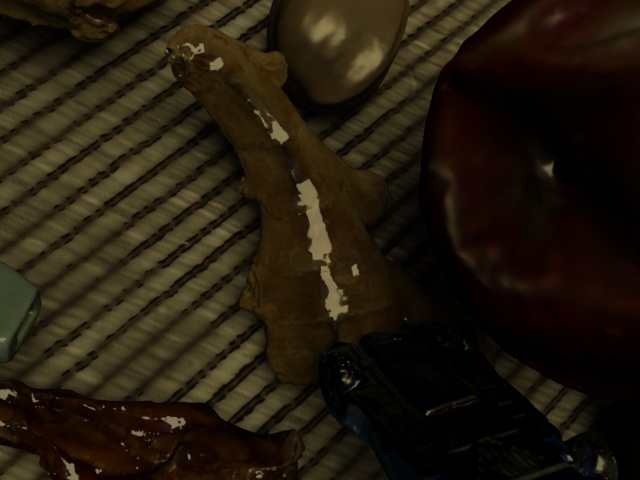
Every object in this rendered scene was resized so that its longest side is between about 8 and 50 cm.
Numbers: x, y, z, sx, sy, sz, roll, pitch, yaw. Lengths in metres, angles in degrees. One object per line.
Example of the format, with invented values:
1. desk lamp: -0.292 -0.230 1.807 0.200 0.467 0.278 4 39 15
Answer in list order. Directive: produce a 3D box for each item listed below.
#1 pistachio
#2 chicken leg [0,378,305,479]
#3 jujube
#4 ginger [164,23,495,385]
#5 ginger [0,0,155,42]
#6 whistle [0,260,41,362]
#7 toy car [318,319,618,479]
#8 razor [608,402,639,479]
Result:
1. pistachio: 0.015 -0.164 0.605 0.113 0.113 0.149 26 72 -8
2. chicken leg: -0.153 0.128 0.503 0.304 0.093 0.113 22 54 -1
3. jujube: 0.203 -0.044 0.521 0.258 0.376 0.258 5 103 21
4. ginger: 0.000 0.000 0.560 0.148 0.081 0.334 -30 100 -6
5. ginger: -0.177 -0.319 0.564 0.236 0.166 0.376 4 81 -6
6. whistle: -0.299 0.006 0.465 0.274 0.093 0.186 19 46 -1
7. toy car: 0.076 0.114 0.446 0.103 0.216 0.063 -12 118 -20
8. razor: 0.261 0.258 0.516 0.113 0.204 0.349 23 72 -24
